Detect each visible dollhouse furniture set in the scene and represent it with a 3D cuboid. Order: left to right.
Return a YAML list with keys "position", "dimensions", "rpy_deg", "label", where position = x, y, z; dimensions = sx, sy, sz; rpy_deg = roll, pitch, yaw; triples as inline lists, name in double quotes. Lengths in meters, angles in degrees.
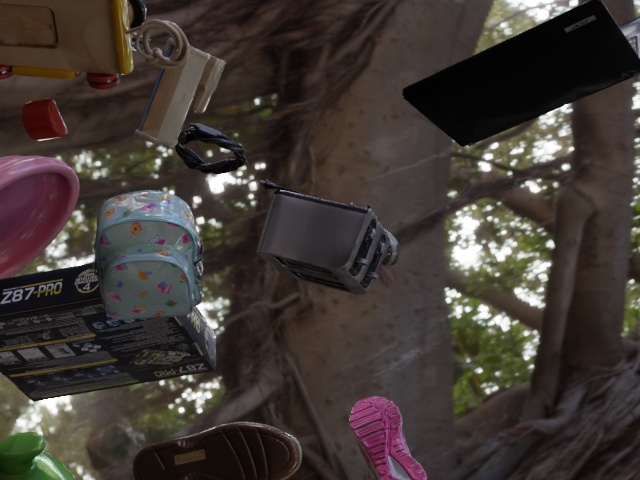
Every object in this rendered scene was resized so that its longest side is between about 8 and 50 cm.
- position: [-0.397, -0.343, 1.770]
  dimensions: [0.303, 0.286, 0.198]
  rpy_deg: [24, -82, 6]
  label: "dollhouse furniture set"

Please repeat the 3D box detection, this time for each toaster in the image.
- position: [0.000, 0.000, 1.337]
  dimensions: [0.185, 0.168, 0.110]
  rpy_deg: [14, -103, 18]
  label: "toaster"

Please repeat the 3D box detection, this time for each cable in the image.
- position: [-0.270, -0.213, 2.161]
  dimensions: [0.150, 0.184, 0.047]
  rpy_deg: [123, -18, -48]
  label: "cable"

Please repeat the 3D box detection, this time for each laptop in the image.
- position: [0.248, -0.220, 1.034]
  dimensions: [0.234, 0.264, 0.137]
  rpy_deg: [-21, -65, 29]
  label: "laptop"

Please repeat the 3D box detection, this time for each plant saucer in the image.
- position: [-0.602, -0.038, 1.615]
  dimensions: [0.084, 0.332, 0.332]
  rpy_deg: [43, -44, 11]
  label: "plant saucer"

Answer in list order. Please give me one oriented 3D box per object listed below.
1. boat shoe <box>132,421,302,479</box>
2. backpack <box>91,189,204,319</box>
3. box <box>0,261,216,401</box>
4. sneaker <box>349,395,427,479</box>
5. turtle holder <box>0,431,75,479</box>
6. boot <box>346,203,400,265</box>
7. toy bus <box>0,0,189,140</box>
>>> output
- position: [-0.142, 0.317, 1.282]
  dimensions: [0.257, 0.095, 0.095]
  rpy_deg: [-6, -104, 17]
  label: "boat shoe"
- position: [-0.262, 0.024, 1.324]
  dimensions: [0.144, 0.165, 0.188]
  rpy_deg: [-100, -171, -58]
  label: "backpack"
- position: [-0.429, 0.172, 1.638]
  dimensions: [0.318, 0.394, 0.097]
  rpy_deg: [68, 14, -50]
  label: "box"
- position: [0.122, 0.408, 1.643]
  dimensions: [0.252, 0.102, 0.111]
  rpy_deg: [-111, -168, -46]
  label: "sneaker"
- position: [-0.350, 0.345, 0.839]
  dimensions: [0.243, 0.320, 0.227]
  rpy_deg: [-119, -173, -49]
  label: "turtle holder"
- position: [0.034, -0.012, 1.856]
  dimensions: [0.236, 0.178, 0.085]
  rpy_deg: [36, -59, 43]
  label: "boot"
- position: [-0.226, -0.203, 0.774]
  dimensions: [0.191, 0.104, 0.202]
  rpy_deg: [-36, -71, 29]
  label: "toy bus"
